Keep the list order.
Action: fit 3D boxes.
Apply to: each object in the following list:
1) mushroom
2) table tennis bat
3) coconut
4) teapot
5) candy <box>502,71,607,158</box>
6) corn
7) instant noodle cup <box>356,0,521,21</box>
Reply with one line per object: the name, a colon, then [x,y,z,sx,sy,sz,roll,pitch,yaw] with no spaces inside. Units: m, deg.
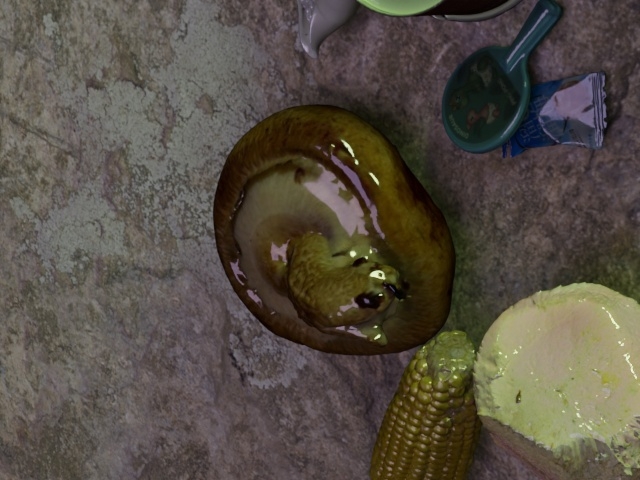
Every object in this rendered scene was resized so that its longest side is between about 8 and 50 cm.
mushroom: [0.000,0.000,1.307,0.345,0.260,0.345,14,119,28]
table tennis bat: [0.211,-0.192,1.227,0.201,0.033,0.124,-56,48,27]
coconut: [0.297,0.177,1.198,0.233,0.245,0.233,-7,69,18]
teapot: [0.001,-0.339,1.277,0.145,0.092,0.226,-171,64,-71]
candy: [0.266,-0.143,1.222,0.136,0.038,0.088,-2,95,36]
corn: [0.138,0.256,1.363,0.130,0.130,0.347,31,138,21]
instant noodle cup: [0.123,-0.344,1.154,0.235,0.178,0.234,12,114,28]
